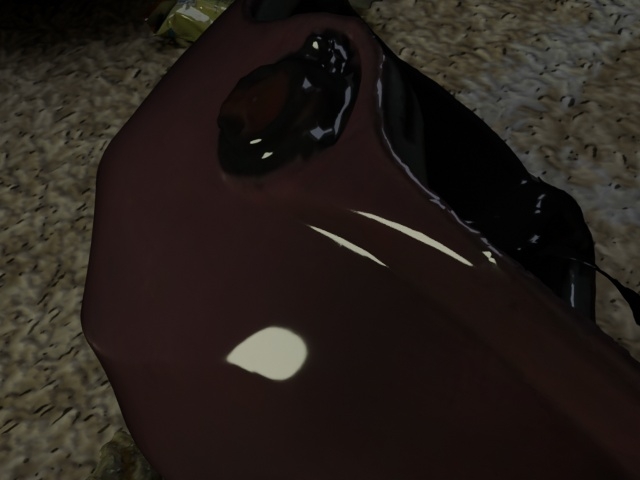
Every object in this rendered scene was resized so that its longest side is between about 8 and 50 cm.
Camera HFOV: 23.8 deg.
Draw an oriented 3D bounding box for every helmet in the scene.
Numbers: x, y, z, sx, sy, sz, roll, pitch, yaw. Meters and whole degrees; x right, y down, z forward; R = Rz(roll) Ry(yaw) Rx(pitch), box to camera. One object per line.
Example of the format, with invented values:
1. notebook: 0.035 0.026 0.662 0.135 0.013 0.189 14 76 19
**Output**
1. helmet: 0.019 0.041 0.611 0.197 0.271 0.338 -39 36 11

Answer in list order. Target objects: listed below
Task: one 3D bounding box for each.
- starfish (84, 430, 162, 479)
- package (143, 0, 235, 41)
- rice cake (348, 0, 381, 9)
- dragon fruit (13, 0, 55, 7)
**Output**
1. starfish: -0.097 0.143 0.651 0.138 0.050 0.247 -27 40 -28
2. package: -0.059 -0.178 1.138 0.121 0.031 0.108 8 38 13
3. rice cake: -0.038 -0.318 1.179 0.070 0.064 0.399 12 47 -35
4. dragon fruit: -0.234 -0.334 1.171 0.329 0.329 0.329 -7 34 4
